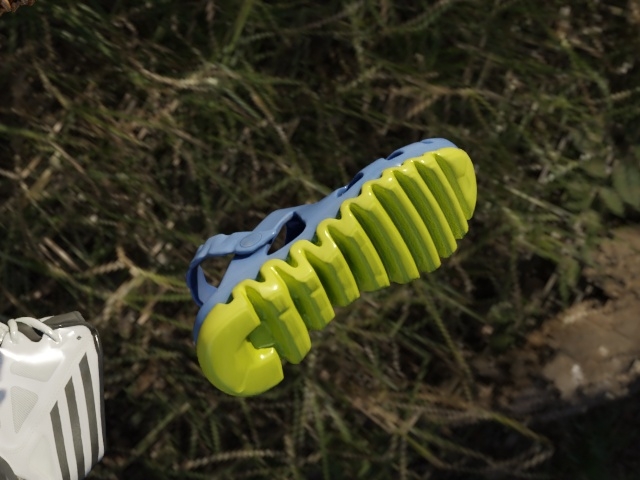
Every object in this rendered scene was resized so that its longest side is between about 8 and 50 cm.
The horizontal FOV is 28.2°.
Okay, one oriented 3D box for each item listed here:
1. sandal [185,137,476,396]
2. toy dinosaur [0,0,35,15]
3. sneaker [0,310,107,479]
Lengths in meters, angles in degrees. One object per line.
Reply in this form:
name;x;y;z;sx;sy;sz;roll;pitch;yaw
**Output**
sandal;0.000;0.000;1.145;0.317;0.138;0.126;-32;127;-18
toy dinosaur;-0.181;-0.311;1.027;0.218;0.164;0.322;45;47;-33
sneaker;-0.424;0.123;1.488;0.257;0.169;0.447;-41;95;-31
